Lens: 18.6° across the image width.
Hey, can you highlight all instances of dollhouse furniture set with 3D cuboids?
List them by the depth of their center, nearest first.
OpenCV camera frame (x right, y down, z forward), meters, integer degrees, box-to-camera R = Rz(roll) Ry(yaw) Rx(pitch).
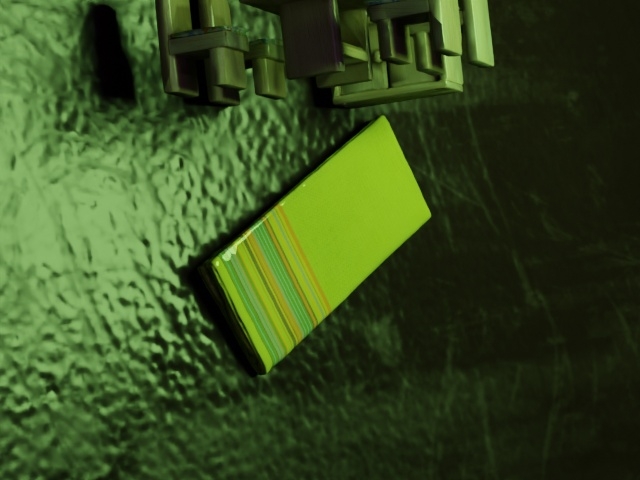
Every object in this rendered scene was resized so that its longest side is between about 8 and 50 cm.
[{"bbox_3d":[0.017,-0.194,1.457,0.242,0.212,0.161,3,80,-69],"label":"dollhouse furniture set"}]

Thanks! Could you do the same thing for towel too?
[{"bbox_3d":[0.000,0.000,1.528,0.237,0.021,0.102,-42,116,-40],"label":"towel"}]
